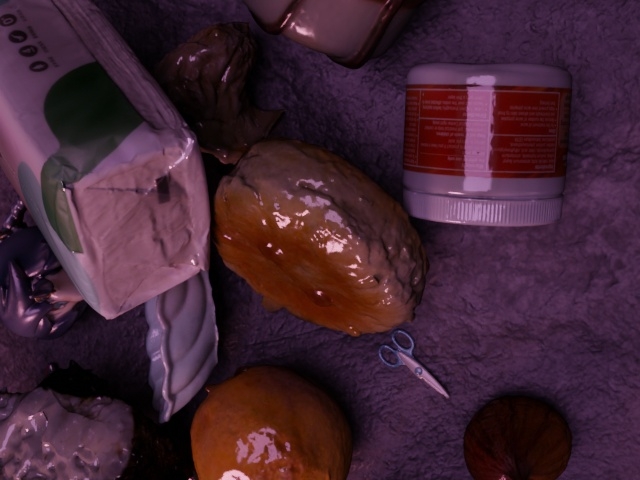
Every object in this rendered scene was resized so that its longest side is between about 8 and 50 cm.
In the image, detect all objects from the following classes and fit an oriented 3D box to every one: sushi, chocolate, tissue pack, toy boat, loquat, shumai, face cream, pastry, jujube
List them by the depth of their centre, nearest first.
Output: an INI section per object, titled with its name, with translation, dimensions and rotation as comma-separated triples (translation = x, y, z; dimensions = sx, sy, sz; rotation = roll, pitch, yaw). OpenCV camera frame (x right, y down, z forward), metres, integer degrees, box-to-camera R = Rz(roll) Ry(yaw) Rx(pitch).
[face cream]
translation = 0.203, -0.122, 1.134
dimensions = 0.201, 0.201, 0.187
rotation = 4, 99, 17
[chocolate]
translation = 0.006, -0.342, 1.154
dimensions = 0.283, 0.283, 0.186
rotation = 41, 125, 9
[tissue pack]
translation = -0.296, -0.118, 1.158
dimensions = 0.194, 0.266, 0.356
rotation = -26, 56, -21
[pastry]
translation = 0.000, 0.000, 1.179
dimensions = 0.330, 0.329, 0.136
rotation = 26, 64, 13
[shumai]
translation = -0.141, -0.192, 1.263
dimensions = 0.175, 0.166, 0.206
rotation = 50, 133, -3
[loquat]
translation = -0.068, 0.288, 1.279
dimensions = 0.238, 0.193, 0.238
rotation = 5, 102, 23
[toy boat]
translation = -0.209, 0.114, 1.326
dimensions = 0.100, 0.199, 0.290
rotation = -7, 91, -18
[sushi]
translation = -0.360, 0.312, 1.352
dimensions = 0.349, 0.207, 0.234
rotation = -3, 63, 30
[jujube]
translation = -0.212, 0.340, 1.397
dimensions = 0.129, 0.077, 0.077
rotation = 23, 104, 25

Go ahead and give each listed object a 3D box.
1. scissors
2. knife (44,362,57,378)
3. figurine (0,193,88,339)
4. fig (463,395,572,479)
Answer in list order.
[scissors]
translation = 0.137, 0.180, 1.292
dimensions = 0.119, 0.014, 0.058
rotation = 41, 108, 12
[knife]
translation = -0.431, 0.318, 1.493
dimensions = 0.035, 0.018, 0.247
rotation = 2, 101, 14
[figurine]
translation = -0.387, 0.027, 1.354
dimensions = 0.197, 0.175, 0.265
rotation = 46, 108, 35
[fig]
translation = 0.250, 0.291, 1.178
dimensions = 0.134, 0.201, 0.146
rotation = 32, 112, 2
